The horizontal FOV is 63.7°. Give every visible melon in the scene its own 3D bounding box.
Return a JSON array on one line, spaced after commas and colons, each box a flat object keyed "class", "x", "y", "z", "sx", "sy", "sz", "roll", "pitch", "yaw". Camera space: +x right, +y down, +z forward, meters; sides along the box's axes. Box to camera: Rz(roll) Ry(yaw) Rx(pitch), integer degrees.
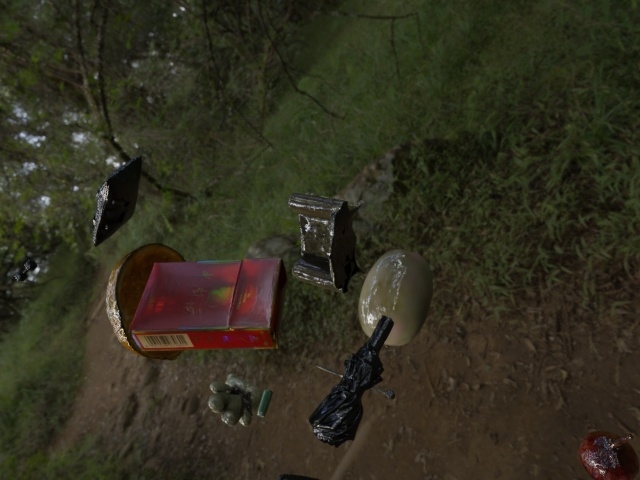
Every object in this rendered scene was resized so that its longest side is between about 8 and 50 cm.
[{"class": "melon", "x": 0.238, "y": 0.184, "z": 1.636, "sx": 0.223, "sy": 0.223, "sz": 0.317, "roll": -166, "pitch": 90, "yaw": -69}]

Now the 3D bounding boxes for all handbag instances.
[{"class": "handbag", "x": -0.633, "y": -0.123, "z": 1.607, "sx": 0.211, "sy": 0.088, "sz": 0.254, "roll": -71, "pitch": 5, "yaw": -62}]

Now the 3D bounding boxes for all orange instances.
[{"class": "orange", "x": -0.491, "y": 0.172, "z": 1.495, "sx": 0.274, "sy": 0.274, "sz": 0.310, "roll": -108, "pitch": 28, "yaw": -59}]

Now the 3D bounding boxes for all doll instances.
[{"class": "doll", "x": -0.296, "y": 0.567, "z": 1.821, "sx": 0.278, "sy": 0.149, "sz": 0.175, "roll": 2, "pitch": -106, "yaw": -82}]

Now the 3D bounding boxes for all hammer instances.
[{"class": "hammer", "x": 0.118, "y": 0.485, "z": 1.785, "sx": 0.029, "sy": 0.292, "sz": 0.058, "roll": -65, "pitch": -21, "yaw": -20}]

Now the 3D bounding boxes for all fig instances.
[{"class": "fig", "x": 0.687, "y": 0.513, "z": 1.209, "sx": 0.150, "sy": 0.128, "sz": 0.128, "roll": 120, "pitch": 166, "yaw": -74}]

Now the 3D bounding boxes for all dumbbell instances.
[{"class": "dumbbell", "x": -1.012, "y": 0.103, "z": 1.772, "sx": 0.083, "sy": 0.040, "sz": 0.036, "roll": -42, "pitch": 55, "yaw": 15}]

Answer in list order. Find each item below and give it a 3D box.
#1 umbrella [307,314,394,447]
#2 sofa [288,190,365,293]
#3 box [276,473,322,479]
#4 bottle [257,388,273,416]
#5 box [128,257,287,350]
[{"class": "umbrella", "x": 0.091, "y": 0.335, "z": 1.258, "sx": 0.340, "sy": 0.118, "sz": 0.118, "roll": -59, "pitch": 17, "yaw": -21}, {"class": "sofa", "x": 0.000, "y": 0.000, "z": 1.411, "sx": 0.200, "sy": 0.182, "sz": 0.259, "roll": 15, "pitch": 116, "yaw": 35}, {"class": "box", "x": -0.046, "y": 0.598, "z": 1.162, "sx": 0.027, "sy": 0.126, "sz": 0.125, "roll": 122, "pitch": 159, "yaw": -56}, {"class": "bottle", "x": -0.179, "y": 0.524, "z": 1.658, "sx": 0.030, "sy": 0.030, "sz": 0.083, "roll": -34, "pitch": 33, "yaw": 56}, {"class": "box", "x": -0.241, "y": 0.141, "z": 1.158, "sx": 0.197, "sy": 0.313, "sz": 0.089, "roll": -85, "pitch": -10, "yaw": -45}]
